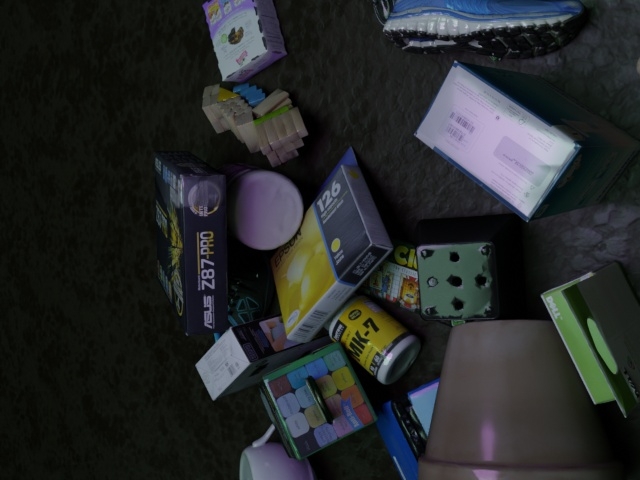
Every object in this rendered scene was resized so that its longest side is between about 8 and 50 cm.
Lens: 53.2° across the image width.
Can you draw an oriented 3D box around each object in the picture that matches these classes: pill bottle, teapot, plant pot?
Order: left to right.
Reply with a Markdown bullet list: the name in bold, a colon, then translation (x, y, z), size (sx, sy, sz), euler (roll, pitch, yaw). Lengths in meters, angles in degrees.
- **pill bottle**: translation (-0.169, -0.086, 1.431), size (0.301, 0.169, 0.169), euler (24, 114, 61)
- **teapot**: translation (-0.082, 0.587, 1.507), size (0.252, 0.187, 0.256), euler (-112, 26, -46)
- **pill bottle**: translation (0.094, 0.190, 1.325), size (0.208, 0.119, 0.119), euler (37, 119, 31)
- **plant pot**: translation (0.247, 0.057, 1.105), size (0.188, 0.167, 0.187), euler (-3, 95, 22)
- **plant pot**: translation (0.320, 0.279, 1.052), size (0.323, 0.323, 0.280), euler (-11, 72, 41)

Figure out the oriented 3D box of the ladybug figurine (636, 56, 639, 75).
- **ladybug figurine**: translation (0.616, -0.175, 0.788), size (0.449, 0.162, 0.305), euler (22, 111, 37)

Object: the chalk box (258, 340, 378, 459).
- **chalk box**: translation (-0.009, 0.330, 1.312), size (0.180, 0.179, 0.289), euler (64, 165, 12)

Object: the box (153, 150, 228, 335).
- **box**: translation (-0.284, -0.014, 1.371), size (0.395, 0.097, 0.318), euler (-145, 56, -64)

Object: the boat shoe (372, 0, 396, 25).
- **boat shoe**: translation (0.113, -0.488, 1.249), size (0.049, 0.040, 0.142), euler (-15, 87, 41)

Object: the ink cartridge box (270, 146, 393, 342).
- **ink cartridge box**: translation (0.000, 0.000, 1.328), size (0.303, 0.072, 0.307), euler (-52, 40, 33)

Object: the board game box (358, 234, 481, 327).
- **board game box**: translation (0.193, 0.077, 1.282), size (0.260, 0.030, 0.136), euler (19, 107, 37)

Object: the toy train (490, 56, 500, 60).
- **toy train**: translation (0.289, -0.348, 1.132), size (0.083, 0.024, 0.017), euler (53, 126, 20)

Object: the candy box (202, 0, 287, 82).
- **candy box**: translation (-0.177, -0.490, 1.480), size (0.165, 0.070, 0.196), euler (-18, 84, 41)

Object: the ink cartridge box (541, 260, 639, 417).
- **ink cartridge box**: translation (0.409, 0.148, 0.955), size (0.097, 0.255, 0.188), euler (-32, 76, 39)

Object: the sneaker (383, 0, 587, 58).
- **sneaker**: translation (0.270, -0.395, 1.064), size (0.330, 0.130, 0.147), euler (12, 88, 24)

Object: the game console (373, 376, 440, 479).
- **game console**: translation (0.264, 0.426, 1.279), size (0.293, 0.173, 0.250), euler (65, 161, 13)

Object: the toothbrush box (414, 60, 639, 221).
- **toothbrush box**: translation (0.320, -0.153, 0.958), size (0.216, 0.296, 0.126), euler (44, 124, 26)

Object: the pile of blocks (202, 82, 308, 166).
- **pile of blocks**: translation (-0.138, -0.271, 1.479), size (0.362, 0.149, 0.112), euler (38, 163, 41)

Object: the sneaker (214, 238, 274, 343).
- **sneaker**: translation (-0.198, 0.156, 1.557), size (0.125, 0.140, 0.340), euler (6, 100, 42)

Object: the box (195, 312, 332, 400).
- **box**: translation (-0.105, 0.234, 1.391), size (0.169, 0.290, 0.087), euler (-48, 65, 37)
